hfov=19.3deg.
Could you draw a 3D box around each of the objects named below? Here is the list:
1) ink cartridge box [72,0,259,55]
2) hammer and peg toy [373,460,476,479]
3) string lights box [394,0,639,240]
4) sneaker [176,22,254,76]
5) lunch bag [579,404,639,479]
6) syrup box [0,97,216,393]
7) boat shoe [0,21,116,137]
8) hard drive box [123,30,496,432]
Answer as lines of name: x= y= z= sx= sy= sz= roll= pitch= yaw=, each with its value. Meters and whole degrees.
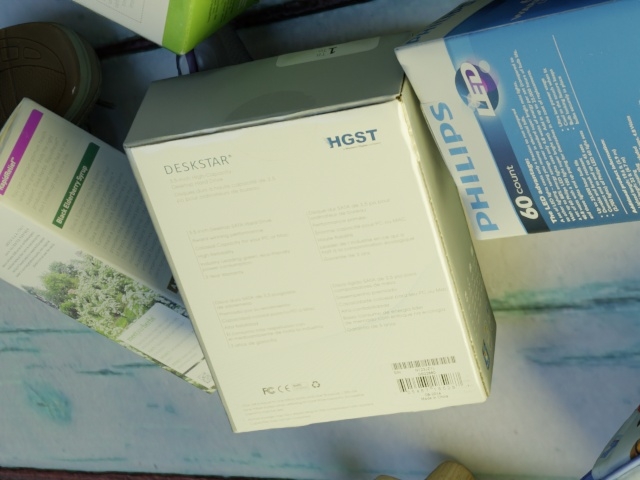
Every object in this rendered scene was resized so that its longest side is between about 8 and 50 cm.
ink cartridge box: x=-0.152 y=-0.262 z=1.183 sx=0.255 sy=0.097 sz=0.188 roll=29 pitch=130 yaw=16
hammer and peg toy: x=0.112 y=0.294 z=1.379 sx=0.361 sy=0.127 sz=0.266 roll=16 pitch=132 yaw=37
string lights box: x=0.176 y=-0.083 z=1.050 sx=0.260 sy=0.077 sz=0.133 roll=-6 pitch=114 yaw=48
sneaker: x=-0.016 y=-0.066 z=1.279 sx=0.098 sy=0.083 sz=0.223 roll=-13 pitch=115 yaw=26
lunch bag: x=0.308 y=0.166 z=1.092 sx=0.243 sy=0.115 sz=0.303 roll=49 pitch=143 yaw=0
syrup box: x=-0.145 y=0.006 z=1.360 sx=0.237 sy=0.096 sz=0.093 roll=31 pitch=144 yaw=-14
boat shoe: x=-0.240 y=-0.092 z=1.473 sx=0.285 sy=0.089 sz=0.104 roll=-27 pitch=73 yaw=49
hard drive box: x=0.000 y=0.000 z=1.214 sx=0.181 sy=0.089 sz=0.232 roll=-9 pitch=122 yaw=15
